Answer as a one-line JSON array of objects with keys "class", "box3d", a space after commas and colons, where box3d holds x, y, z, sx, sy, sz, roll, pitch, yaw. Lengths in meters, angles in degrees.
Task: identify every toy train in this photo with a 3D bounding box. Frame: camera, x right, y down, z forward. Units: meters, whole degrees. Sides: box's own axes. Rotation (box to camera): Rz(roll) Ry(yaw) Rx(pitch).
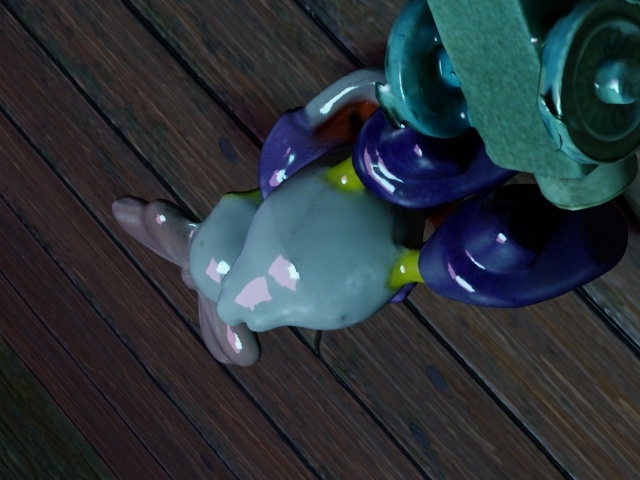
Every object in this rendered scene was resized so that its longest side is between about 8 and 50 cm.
[{"class": "toy train", "box3d": [0.093, -0.166, 0.750, 0.120, 0.194, 0.298, 14, 137, 46]}]

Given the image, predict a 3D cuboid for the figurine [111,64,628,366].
[{"class": "figurine", "box3d": [0.005, -0.003, 1.141, 0.154, 0.193, 0.421, 57, 163, -10]}]
